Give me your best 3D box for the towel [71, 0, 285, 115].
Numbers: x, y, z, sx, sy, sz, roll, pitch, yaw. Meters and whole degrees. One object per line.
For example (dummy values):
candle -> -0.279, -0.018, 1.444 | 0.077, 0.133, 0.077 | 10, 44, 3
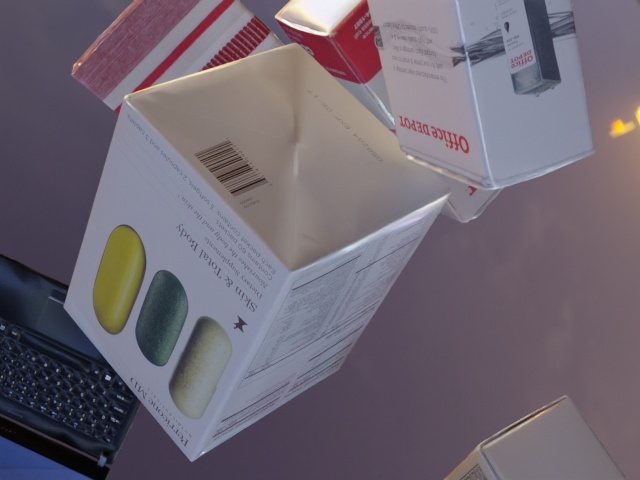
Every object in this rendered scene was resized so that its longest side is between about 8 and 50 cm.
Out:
towel -> -0.156, -0.217, 1.476 | 0.329, 0.237, 0.037 | 42, -170, -28

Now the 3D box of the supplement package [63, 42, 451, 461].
supplement package -> -0.065, 0.010, 0.892 | 0.198, 0.263, 0.199 | -27, -115, -42

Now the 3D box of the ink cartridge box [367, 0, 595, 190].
ink cartridge box -> 0.102, -0.160, 0.733 | 0.158, 0.092, 0.218 | -143, 38, -67

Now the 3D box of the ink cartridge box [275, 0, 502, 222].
ink cartridge box -> 0.130, -0.205, 1.162 | 0.131, 0.226, 0.306 | 32, 165, 51

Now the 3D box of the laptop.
laptop -> -0.315, 0.176, 1.025 | 0.234, 0.264, 0.136 | 26, -162, -4

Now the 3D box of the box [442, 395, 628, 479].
box -> 0.233, 0.295, 1.161 | 0.127, 0.232, 0.148 | -25, -109, -20
